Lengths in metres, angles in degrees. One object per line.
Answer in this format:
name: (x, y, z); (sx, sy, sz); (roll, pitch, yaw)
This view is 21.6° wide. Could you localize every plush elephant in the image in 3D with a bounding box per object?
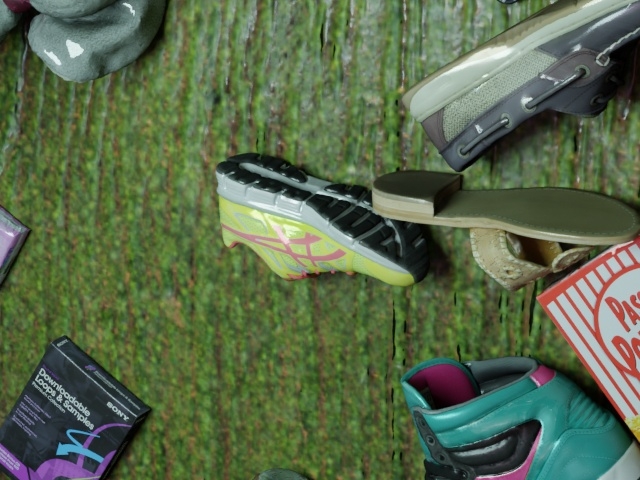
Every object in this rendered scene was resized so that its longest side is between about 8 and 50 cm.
plush elephant: (-0.273, -0.260, 1.422); (0.272, 0.255, 0.330); (89, 162, -57)

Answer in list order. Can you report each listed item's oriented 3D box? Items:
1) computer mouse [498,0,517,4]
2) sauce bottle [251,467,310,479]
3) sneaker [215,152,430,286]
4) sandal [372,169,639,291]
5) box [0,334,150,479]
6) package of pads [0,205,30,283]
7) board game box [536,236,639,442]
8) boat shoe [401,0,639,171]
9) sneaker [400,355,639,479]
computer mouse: (0.110, -0.301, 1.327); (0.071, 0.041, 0.242); (-22, 95, 28)
sauce bottle: (-0.117, 0.354, 1.585); (0.111, 0.111, 0.344); (46, 120, 7)
sneaker: (0.000, 0.000, 1.452); (0.208, 0.081, 0.094); (25, 122, 24)
sandal: (0.153, 0.001, 1.376); (0.240, 0.088, 0.079); (12, 119, 30)
box: (-0.250, 0.189, 1.646); (0.116, 0.029, 0.162); (38, 116, 11)
package of pads: (-0.321, 0.007, 1.626); (0.050, 0.032, 0.083); (39, 117, 14)
board game box: (0.290, 0.082, 1.347); (0.147, 0.045, 0.193); (-38, 87, 29)
boat shoe: (0.195, -0.139, 1.303); (0.285, 0.103, 0.092); (-26, 98, 33)
sneaker: (0.110, 0.194, 1.419); (0.295, 0.124, 0.178); (-36, 91, 24)
